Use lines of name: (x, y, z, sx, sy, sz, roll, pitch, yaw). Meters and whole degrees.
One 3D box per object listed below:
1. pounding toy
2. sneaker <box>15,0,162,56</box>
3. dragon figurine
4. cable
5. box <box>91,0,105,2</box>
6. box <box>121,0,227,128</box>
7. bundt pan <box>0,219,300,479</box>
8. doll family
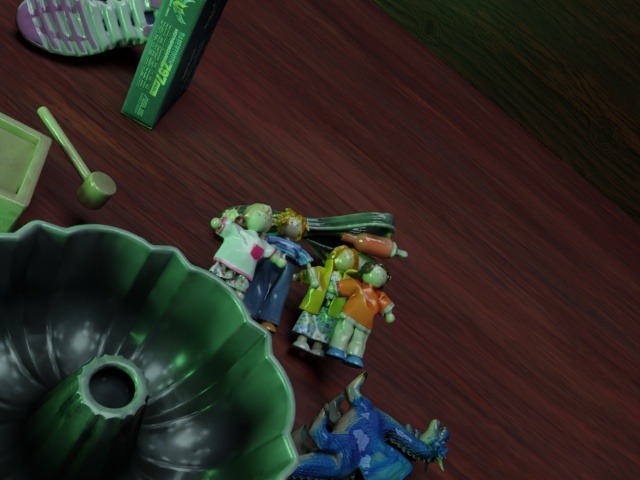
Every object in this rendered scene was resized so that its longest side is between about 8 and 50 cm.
pounding toy: (-0.337, -0.070, 0.574, 0.206, 0.094, 0.181, 29, 29, -33)
sneaker: (-0.362, -0.345, 0.866, 0.236, 0.104, 0.095, -19, 109, -33)
dragon figurine: (0.042, 0.244, 0.584, 0.144, 0.085, 0.289, 50, 33, 14)
cable: (0.000, 0.000, 0.779, 0.287, 0.139, 0.072, 13, 50, -31)
box: (-0.462, -0.494, 0.983, 0.093, 0.027, 0.137, -7, 56, -47)
box: (-0.215, -0.311, 0.831, 0.059, 0.233, 0.183, 29, 35, -12)
bundt pan: (-0.188, 0.146, 0.435, 0.330, 0.124, 0.331, 27, 36, -22)
doll family: (-0.031, 0.049, 0.696, 0.262, 0.118, 0.163, 27, 69, -14)
